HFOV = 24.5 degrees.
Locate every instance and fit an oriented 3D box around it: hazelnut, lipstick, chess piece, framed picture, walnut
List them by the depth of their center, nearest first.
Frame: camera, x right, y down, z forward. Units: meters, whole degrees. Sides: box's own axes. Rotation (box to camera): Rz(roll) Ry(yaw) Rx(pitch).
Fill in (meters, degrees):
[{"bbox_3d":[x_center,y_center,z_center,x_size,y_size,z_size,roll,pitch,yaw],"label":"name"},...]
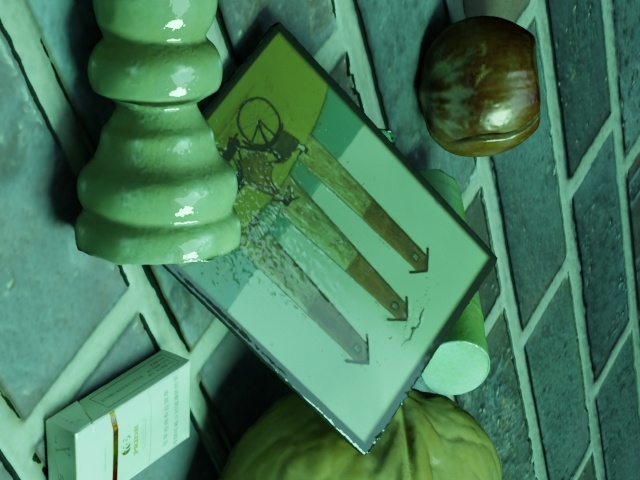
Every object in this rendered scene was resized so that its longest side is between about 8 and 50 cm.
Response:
[{"bbox_3d":[-0.128,-0.112,1.138,0.133,0.133,0.243,-23,118,-54],"label":"chess piece"},{"bbox_3d":[0.000,0.000,1.328,0.324,0.013,0.244,45,66,-20],"label":"framed picture"},{"bbox_3d":[0.031,0.277,1.456,0.252,0.277,0.313,-56,166,-67],"label":"walnut"},{"bbox_3d":[0.125,0.033,1.533,0.304,0.076,0.076,-93,178,-54],"label":"lipstick"},{"bbox_3d":[0.174,-0.169,1.617,0.143,0.143,0.154,-34,126,-48],"label":"hazelnut"}]

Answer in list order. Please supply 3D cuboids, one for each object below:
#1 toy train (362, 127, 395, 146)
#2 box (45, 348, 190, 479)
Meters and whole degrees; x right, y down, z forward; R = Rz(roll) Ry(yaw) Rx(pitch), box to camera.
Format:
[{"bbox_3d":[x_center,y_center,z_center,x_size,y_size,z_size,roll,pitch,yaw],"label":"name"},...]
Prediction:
[{"bbox_3d":[0.016,-0.026,1.455,0.159,0.101,0.248,-54,148,-12],"label":"toy train"},{"bbox_3d":[-0.173,0.165,1.284,0.154,0.040,0.084,-30,133,-49],"label":"box"}]
